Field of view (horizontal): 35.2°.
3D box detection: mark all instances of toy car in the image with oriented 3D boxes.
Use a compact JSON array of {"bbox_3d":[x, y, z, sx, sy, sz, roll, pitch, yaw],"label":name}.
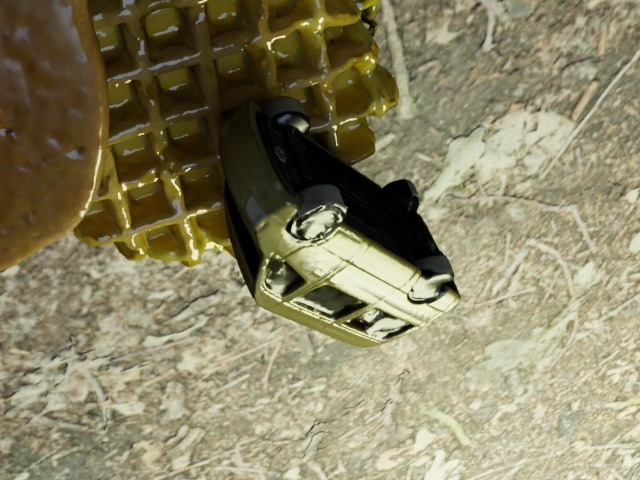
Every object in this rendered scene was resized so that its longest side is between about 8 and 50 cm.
[{"bbox_3d":[0.000,0.000,0.749,0.124,0.101,0.257,-36,145,20],"label":"toy car"}]

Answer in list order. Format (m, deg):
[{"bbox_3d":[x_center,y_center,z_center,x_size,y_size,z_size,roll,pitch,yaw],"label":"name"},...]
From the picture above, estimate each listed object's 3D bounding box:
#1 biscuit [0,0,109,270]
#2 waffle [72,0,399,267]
[{"bbox_3d":[-0.313,-0.109,0.563,0.385,0.062,0.365,1,125,-15],"label":"biscuit"},{"bbox_3d":[-0.078,-0.099,0.730,0.329,0.062,0.329,-15,132,-17],"label":"waffle"}]
